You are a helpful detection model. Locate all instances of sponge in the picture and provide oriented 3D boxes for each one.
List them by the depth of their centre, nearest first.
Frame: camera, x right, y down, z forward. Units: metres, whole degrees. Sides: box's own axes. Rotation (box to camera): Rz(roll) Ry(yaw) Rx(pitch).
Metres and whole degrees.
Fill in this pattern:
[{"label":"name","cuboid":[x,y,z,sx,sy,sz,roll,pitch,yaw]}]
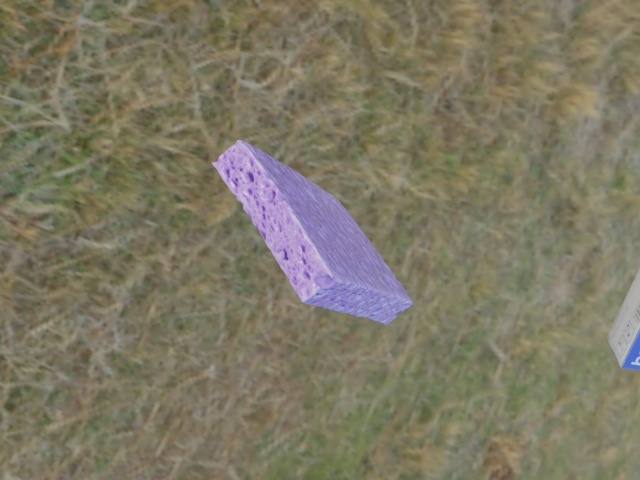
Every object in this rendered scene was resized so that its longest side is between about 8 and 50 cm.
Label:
[{"label":"sponge","cuboid":[0.000,0.000,0.864,0.031,0.117,0.210,-38,163,10]}]

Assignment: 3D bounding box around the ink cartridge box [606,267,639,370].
[{"label":"ink cartridge box","cuboid":[0.329,0.023,1.015,0.097,0.046,0.207,8,123,-13]}]
